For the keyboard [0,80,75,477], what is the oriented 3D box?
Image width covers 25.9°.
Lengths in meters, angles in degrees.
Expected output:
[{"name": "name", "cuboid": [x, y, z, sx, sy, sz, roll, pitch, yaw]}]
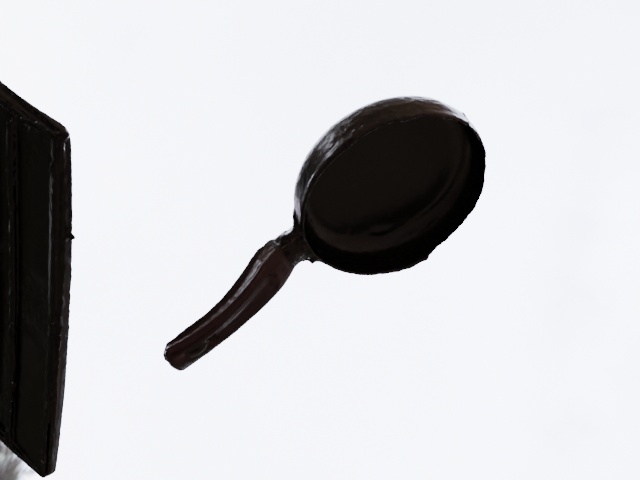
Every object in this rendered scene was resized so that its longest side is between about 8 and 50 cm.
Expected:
[{"name": "keyboard", "cuboid": [-0.170, 0.027, 0.784, 0.087, 0.250, 0.017, 33, -139, 28]}]

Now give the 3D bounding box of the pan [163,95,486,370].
[{"name": "pan", "cuboid": [-0.002, -0.002, 0.766, 0.212, 0.115, 0.040, -36, -133, -3]}]
